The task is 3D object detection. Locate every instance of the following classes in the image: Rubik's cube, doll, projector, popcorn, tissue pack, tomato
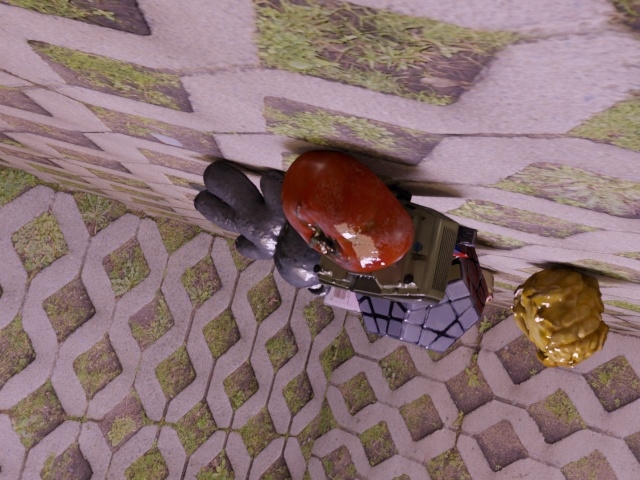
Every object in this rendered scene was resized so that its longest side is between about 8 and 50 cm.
[{"bbox_3d":[0.234,0.110,1.734,0.264,0.319,0.319,42,174,-1],"label":"Rubik's cube"},{"bbox_3d":[-0.092,-0.047,1.526,0.340,0.246,0.158,33,-140,15],"label":"doll"},{"bbox_3d":[0.111,0.004,1.314,0.088,0.193,0.269,18,172,-41],"label":"projector"},{"bbox_3d":[0.565,0.174,1.743,0.190,0.250,0.250,-1,180,-18],"label":"popcorn"},{"bbox_3d":[0.132,0.136,2.538,0.185,0.225,0.124,13,175,18],"label":"tissue pack"},{"bbox_3d":[0.030,-0.031,1.179,0.237,0.095,0.237,33,155,18],"label":"tomato"}]

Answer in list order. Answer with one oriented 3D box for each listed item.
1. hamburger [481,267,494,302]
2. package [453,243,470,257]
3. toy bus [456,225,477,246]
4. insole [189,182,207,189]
[{"bbox_3d":[0.422,0.128,2.237,0.210,0.116,0.173,15,178,4],"label":"hamburger"},{"bbox_3d":[0.223,-0.012,1.511,0.083,0.022,0.200,-1,149,44],"label":"package"},{"bbox_3d":[0.263,-0.016,1.564,0.130,0.037,0.052,12,178,22],"label":"toy bus"},{"bbox_3d":[-0.329,-0.141,2.073,0.064,0.004,0.188,15,175,5],"label":"insole"}]
